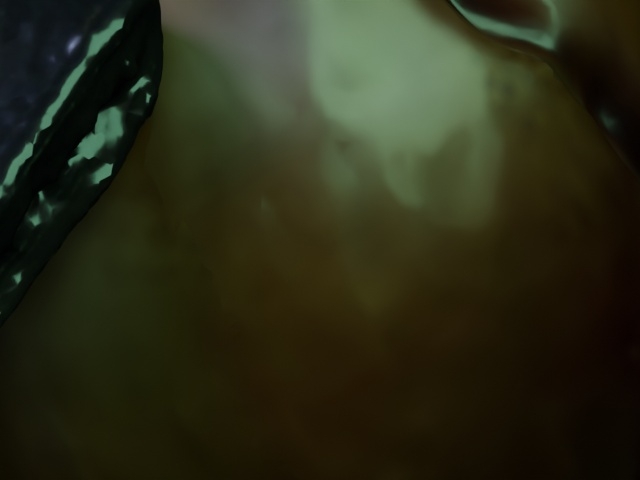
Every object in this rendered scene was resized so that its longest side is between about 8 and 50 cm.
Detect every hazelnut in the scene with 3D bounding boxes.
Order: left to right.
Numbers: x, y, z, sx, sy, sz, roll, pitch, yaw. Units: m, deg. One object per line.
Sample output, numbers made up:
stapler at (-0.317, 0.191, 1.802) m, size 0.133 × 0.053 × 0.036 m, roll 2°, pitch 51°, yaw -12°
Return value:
hazelnut at (0.000, 0.000, 0.612) m, size 0.372 × 0.315 × 0.372 m, roll 6°, pitch 81°, yaw -44°

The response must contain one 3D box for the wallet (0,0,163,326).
wallet at (-0.207, -0.043, 0.455) m, size 0.321 × 0.044 × 0.170 m, roll 23°, pitch 64°, yaw 22°
